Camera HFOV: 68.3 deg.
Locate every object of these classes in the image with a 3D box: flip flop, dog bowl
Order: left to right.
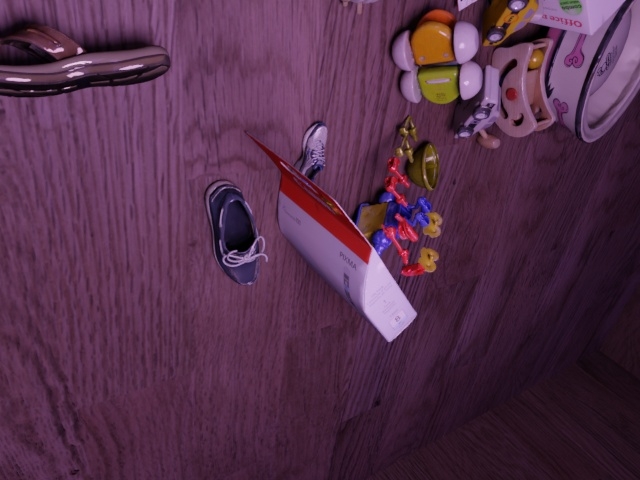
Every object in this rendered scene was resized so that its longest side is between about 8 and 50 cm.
[{"bbox_3d":[-0.341,-0.241,0.618,0.277,0.112,0.080,-17,104,-24],"label":"flip flop"},{"bbox_3d":[0.676,-0.454,1.142,0.408,0.150,0.407,-30,138,-31],"label":"dog bowl"}]

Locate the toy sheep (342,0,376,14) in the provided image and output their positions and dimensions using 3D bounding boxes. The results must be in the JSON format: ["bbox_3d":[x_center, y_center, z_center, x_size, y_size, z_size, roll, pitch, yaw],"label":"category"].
[{"bbox_3d":[0.078,-0.441,0.792,0.132,0.091,0.091,-45,138,-20],"label":"toy sheep"}]

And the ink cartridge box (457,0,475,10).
[{"bbox_3d":[0.308,-0.518,0.945,0.115,0.029,0.062,-35,136,-9],"label":"ink cartridge box"}]

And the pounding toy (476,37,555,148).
[{"bbox_3d":[0.443,-0.322,1.100,0.155,0.154,0.269,-21,131,-24],"label":"pounding toy"}]

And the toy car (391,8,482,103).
[{"bbox_3d":[0.239,-0.367,0.942,0.182,0.159,0.136,62,41,-44],"label":"toy car"}]

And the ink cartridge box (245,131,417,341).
[{"bbox_3d":[0.000,0.000,0.892,0.091,0.308,0.385,-44,136,-4],"label":"ink cartridge box"}]

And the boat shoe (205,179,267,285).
[{"bbox_3d":[-0.161,0.002,0.938,0.095,0.079,0.254,-21,131,-24],"label":"boat shoe"}]

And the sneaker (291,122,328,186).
[{"bbox_3d":[-0.010,-0.166,0.943,0.052,0.058,0.135,3,118,-38],"label":"sneaker"}]

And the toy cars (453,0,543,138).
[{"bbox_3d":[0.371,-0.375,0.968,0.087,0.176,0.393,7,127,-2],"label":"toy cars"}]

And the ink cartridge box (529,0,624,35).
[{"bbox_3d":[0.488,-0.584,0.910,0.197,0.198,0.270,-48,136,1],"label":"ink cartridge box"}]

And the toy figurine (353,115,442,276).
[{"bbox_3d":[0.134,-0.079,1.071,0.191,0.217,0.362,39,50,-33],"label":"toy figurine"}]
